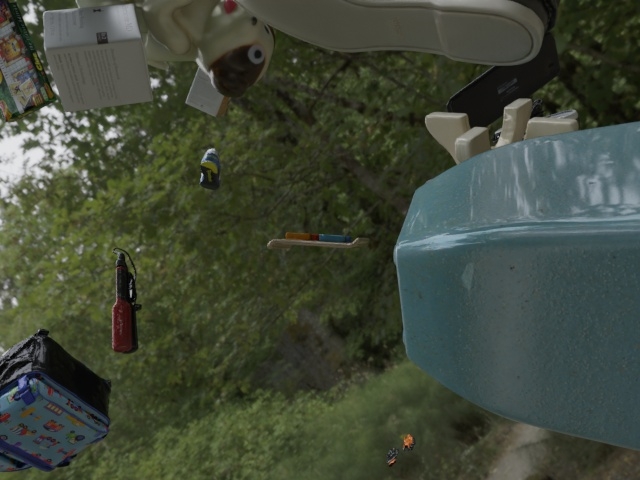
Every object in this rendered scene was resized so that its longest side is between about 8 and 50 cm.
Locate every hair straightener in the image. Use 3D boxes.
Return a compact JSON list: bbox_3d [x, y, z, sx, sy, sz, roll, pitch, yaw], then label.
[{"bbox_3d":[-0.414,0.126,1.237,0.047,0.231,0.089,-13,-17,-2],"label":"hair straightener"}]

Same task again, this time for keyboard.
[{"bbox_3d":[0.445,-0.337,1.392,0.317,0.033,0.202,-35,-54,-7],"label":"keyboard"}]

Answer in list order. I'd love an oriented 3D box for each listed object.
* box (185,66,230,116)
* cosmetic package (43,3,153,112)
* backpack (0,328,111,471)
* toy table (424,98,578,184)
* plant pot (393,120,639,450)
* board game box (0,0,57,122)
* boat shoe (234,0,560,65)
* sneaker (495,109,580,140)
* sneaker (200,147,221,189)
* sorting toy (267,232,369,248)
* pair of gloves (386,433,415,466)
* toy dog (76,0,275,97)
[{"bbox_3d":[-0.281,-0.437,1.594,0.130,0.091,0.171,-78,14,-73],"label":"box"},{"bbox_3d":[-0.459,-0.381,1.218,0.183,0.151,0.151,-12,-38,-14],"label":"cosmetic package"},{"bbox_3d":[-0.371,0.220,0.728,0.173,0.117,0.158,-31,-52,1],"label":"backpack"},{"bbox_3d":[0.302,-0.131,0.988,0.252,0.274,0.161,-44,-46,-51],"label":"toy table"},{"bbox_3d":[0.216,0.033,0.616,0.247,0.252,0.248,-59,-35,-54],"label":"plant pot"},{"bbox_3d":[-0.665,-0.396,1.238,0.136,0.260,0.030,-17,8,24],"label":"board game box"},{"bbox_3d":[0.062,-0.250,0.572,0.096,0.335,0.112,-66,-22,-14],"label":"boat shoe"},{"bbox_3d":[0.564,-0.252,1.512,0.216,0.121,0.079,-5,23,46],"label":"sneaker"},{"bbox_3d":[-0.275,-0.177,1.479,0.144,0.053,0.059,117,160,-62],"label":"sneaker"},{"bbox_3d":[0.000,0.000,1.360,0.193,0.208,0.038,0,-91,-78],"label":"sorting toy"},{"bbox_3d":[0.186,0.487,1.356,0.083,0.010,0.074,-41,0,3],"label":"pair of gloves"},{"bbox_3d":[-0.307,-0.493,1.352,0.395,0.407,0.285,109,-173,-51],"label":"toy dog"}]
